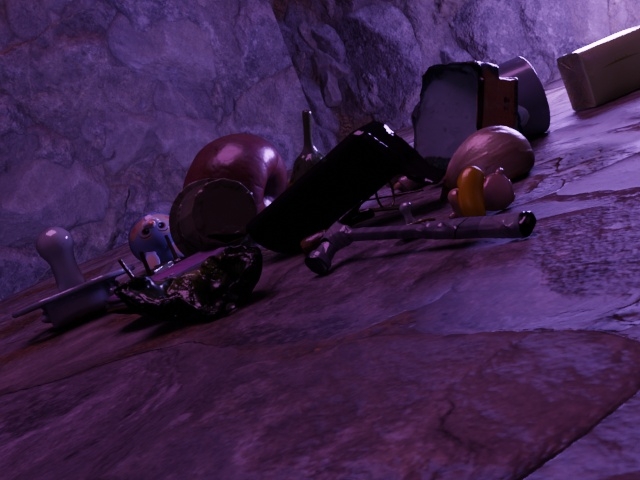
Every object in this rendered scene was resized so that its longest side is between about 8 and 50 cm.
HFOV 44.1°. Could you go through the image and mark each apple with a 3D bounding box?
[{"bbox_3d":[-0.231,-0.137,2.109,0.235,0.306,0.306,12,22,21],"label":"apple"}]

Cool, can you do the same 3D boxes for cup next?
[{"bbox_3d":[0.403,-0.315,2.016,0.312,0.205,0.205,-23,9,-1],"label":"cup"}]

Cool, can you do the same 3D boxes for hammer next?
[{"bbox_3d":[0.150,-0.008,1.249,0.427,0.044,0.152,0,44,50],"label":"hammer"}]

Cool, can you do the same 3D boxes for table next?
[{"bbox_3d":[-0.375,0.057,1.874,0.121,0.111,0.240,-17,10,29],"label":"table"}]

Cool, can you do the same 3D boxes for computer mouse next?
[{"bbox_3d":[-0.296,0.091,1.621,0.158,0.072,0.310,-12,12,38],"label":"computer mouse"}]

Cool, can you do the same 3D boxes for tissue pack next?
[{"bbox_3d":[0.794,-0.474,2.170,0.234,0.159,0.125,-23,10,-13],"label":"tissue pack"}]

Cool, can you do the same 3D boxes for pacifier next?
[{"bbox_3d":[-0.604,0.078,1.886,0.299,0.233,0.244,-22,6,-11],"label":"pacifier"},{"bbox_3d":[0.158,-0.037,1.379,0.083,0.064,0.068,-19,-8,13],"label":"pacifier"}]

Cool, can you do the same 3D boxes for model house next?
[{"bbox_3d":[0.379,-0.280,1.841,0.291,0.253,0.184,-7,11,-42],"label":"model house"}]

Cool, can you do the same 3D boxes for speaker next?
[{"bbox_3d":[0.051,-0.089,1.653,0.388,0.184,0.180,-38,1,23],"label":"speaker"}]

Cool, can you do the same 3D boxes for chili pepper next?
[{"bbox_3d":[-0.212,0.087,1.408,0.264,0.116,0.148,-18,-2,13],"label":"chili pepper"}]

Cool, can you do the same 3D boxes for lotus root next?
[{"bbox_3d":[0.001,0.001,1.591,0.083,0.037,0.030,-22,13,-9],"label":"lotus root"}]

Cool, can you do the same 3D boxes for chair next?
[{"bbox_3d":[0.113,-0.099,1.778,0.221,0.104,0.095,-10,-12,31],"label":"chair"}]

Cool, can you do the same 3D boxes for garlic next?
[{"bbox_3d":[0.329,-0.161,1.561,0.206,0.115,0.128,-25,16,-9],"label":"garlic"}]

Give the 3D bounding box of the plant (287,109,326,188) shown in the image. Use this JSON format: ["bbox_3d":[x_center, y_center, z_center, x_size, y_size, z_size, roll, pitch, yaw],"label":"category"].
[{"bbox_3d":[-0.015,-0.175,2.199,0.306,0.297,0.261,-4,43,7],"label":"plant"}]

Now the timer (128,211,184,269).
[{"bbox_3d":[-0.470,-0.002,2.279,0.175,0.175,0.255,-24,11,-15],"label":"timer"}]

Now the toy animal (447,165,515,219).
[{"bbox_3d":[0.264,-0.079,1.338,0.114,0.091,0.082,-26,-4,-18],"label":"toy animal"}]

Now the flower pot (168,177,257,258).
[{"bbox_3d":[-0.233,-0.048,1.789,0.212,0.212,0.202,-23,3,-14],"label":"flower pot"}]

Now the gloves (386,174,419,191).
[{"bbox_3d":[0.214,-0.171,1.928,0.144,0.110,0.094,8,1,-1],"label":"gloves"}]
